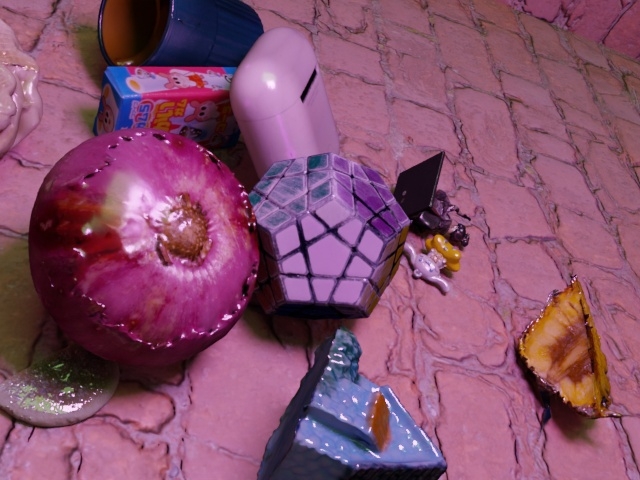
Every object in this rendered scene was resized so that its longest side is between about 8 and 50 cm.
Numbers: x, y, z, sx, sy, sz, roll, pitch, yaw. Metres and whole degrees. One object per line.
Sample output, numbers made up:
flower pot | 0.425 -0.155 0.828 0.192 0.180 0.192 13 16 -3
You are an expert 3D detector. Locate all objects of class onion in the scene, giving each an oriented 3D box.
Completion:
onion | -0.268 0.021 1.103 0.358 0.345 0.358 11 59 -18

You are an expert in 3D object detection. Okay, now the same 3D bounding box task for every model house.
model house | 0.060 0.297 1.025 0.241 0.261 0.226 28 41 0

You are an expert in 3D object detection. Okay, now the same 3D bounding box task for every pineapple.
pineapple | 0.497 0.257 1.445 0.161 0.158 0.335 49 29 -42

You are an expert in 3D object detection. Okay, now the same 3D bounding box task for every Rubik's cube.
Rubik's cube | 0.000 0.000 1.273 0.319 0.319 0.264 9 73 -23

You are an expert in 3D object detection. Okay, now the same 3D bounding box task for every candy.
candy | -0.302 -0.270 1.486 0.305 0.157 0.100 -9 53 -37

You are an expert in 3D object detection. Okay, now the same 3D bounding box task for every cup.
cup | -0.318 -0.445 1.587 0.292 0.308 0.242 4 70 -51

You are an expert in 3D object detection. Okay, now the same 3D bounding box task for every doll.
doll | 0.237 0.044 1.555 0.135 0.071 0.113 26 58 6

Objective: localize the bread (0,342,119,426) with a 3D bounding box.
bread | -0.365 0.210 1.046 0.112 0.036 0.193 43 43 15

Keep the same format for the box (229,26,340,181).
box | -0.064 -0.244 1.481 0.141 0.349 0.289 -4 37 20

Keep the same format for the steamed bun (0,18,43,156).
steamed bun | -0.635 -0.240 1.239 0.276 0.203 0.289 -16 71 -51

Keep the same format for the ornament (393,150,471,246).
ornament | 0.275 -0.067 1.637 0.196 0.166 0.153 34 59 -24
